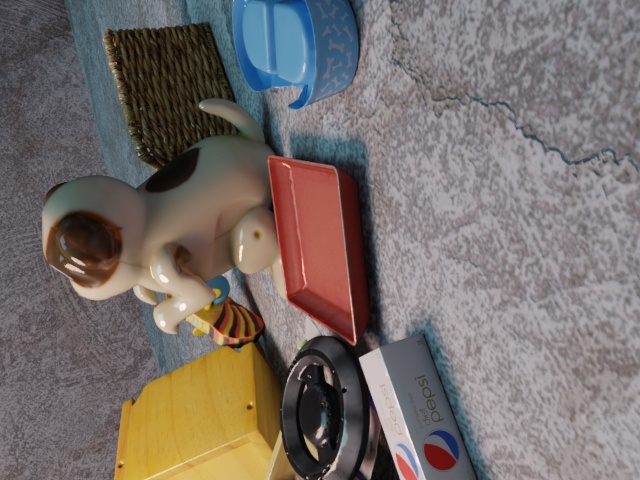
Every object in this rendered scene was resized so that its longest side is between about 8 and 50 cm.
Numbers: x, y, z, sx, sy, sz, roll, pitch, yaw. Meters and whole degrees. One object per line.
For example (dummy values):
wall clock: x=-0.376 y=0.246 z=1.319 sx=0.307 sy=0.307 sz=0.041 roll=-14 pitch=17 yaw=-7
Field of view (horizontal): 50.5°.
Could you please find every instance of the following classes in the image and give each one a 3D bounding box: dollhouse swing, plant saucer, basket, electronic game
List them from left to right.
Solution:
basket: x=-0.314 y=-0.269 z=1.398 sx=0.299 sy=0.223 sz=0.213 roll=69 pitch=156 yaw=15
dollhouse swing: x=-0.202 y=0.465 z=1.460 sx=0.305 sy=0.347 sz=0.315 roll=50 pitch=-161 yaw=-38
plant saucer: x=0.000 y=0.000 z=1.042 sx=0.258 sy=0.047 sz=0.259 roll=22 pitch=122 yaw=62
electronic game: x=0.002 y=0.256 z=1.003 sx=0.229 sy=0.048 sz=0.229 roll=-22 pitch=64 yaw=56

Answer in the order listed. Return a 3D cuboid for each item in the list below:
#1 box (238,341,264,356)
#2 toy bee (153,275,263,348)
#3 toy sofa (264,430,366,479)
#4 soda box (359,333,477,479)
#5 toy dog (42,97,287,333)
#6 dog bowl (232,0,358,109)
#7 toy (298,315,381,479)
box: x=-0.165 y=0.272 z=1.587 sx=0.081 sy=0.028 sz=0.136 roll=61 pitch=150 yaw=32
toy bee: x=-0.278 y=0.148 z=1.502 sx=0.298 sy=0.162 sz=0.195 roll=29 pitch=142 yaw=34
toy sofa: x=0.060 y=0.433 z=1.046 sx=0.362 sy=0.177 sz=0.150 roll=26 pitch=101 yaw=61
soda box: x=0.124 y=0.234 z=0.854 sx=0.216 sy=0.069 sz=0.074 roll=70 pitch=156 yaw=14
toy dog: x=-0.266 y=-0.024 z=1.178 sx=0.284 sy=0.408 sz=0.395 roll=51 pitch=146 yaw=45
dog bowl: x=-0.041 y=-0.285 z=0.953 sx=0.297 sy=0.074 sz=0.166 roll=-141 pitch=43 yaw=-56
toy: x=0.042 y=0.234 z=1.053 sx=0.237 sy=0.056 sz=0.137 roll=47 pitch=143 yaw=44
